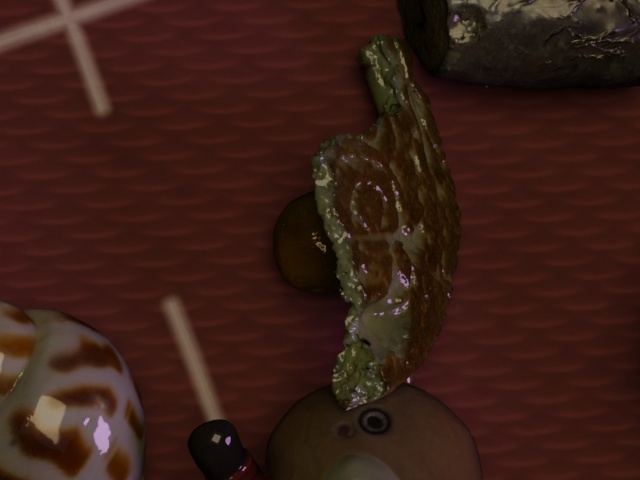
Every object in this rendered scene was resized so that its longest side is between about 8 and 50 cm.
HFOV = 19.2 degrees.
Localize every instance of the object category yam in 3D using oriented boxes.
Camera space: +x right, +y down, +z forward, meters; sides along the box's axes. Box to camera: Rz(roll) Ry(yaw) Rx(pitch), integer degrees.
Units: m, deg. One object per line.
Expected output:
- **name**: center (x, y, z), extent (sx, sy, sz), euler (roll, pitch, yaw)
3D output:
- **yam**: center (0.203, -0.209, 1.711), extent (0.254, 0.154, 0.154), euler (-1, 80, -8)

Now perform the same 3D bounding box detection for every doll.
- **doll**: center (-0.013, 0.247, 1.592), extent (0.330, 0.174, 0.235), euler (-28, 81, -15)

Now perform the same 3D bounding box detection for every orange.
- **orange**: center (0.000, 0.000, 1.680), extent (0.085, 0.085, 0.095), euler (5, 69, -5)

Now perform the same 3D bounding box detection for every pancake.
- **pancake**: center (0.047, -0.022, 1.642), extent (0.197, 0.054, 0.376), euler (43, 41, -38)

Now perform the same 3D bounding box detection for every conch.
- **conch**: center (-0.244, 0.147, 1.591), extent (0.183, 0.149, 0.275), euler (-40, 89, -16)
